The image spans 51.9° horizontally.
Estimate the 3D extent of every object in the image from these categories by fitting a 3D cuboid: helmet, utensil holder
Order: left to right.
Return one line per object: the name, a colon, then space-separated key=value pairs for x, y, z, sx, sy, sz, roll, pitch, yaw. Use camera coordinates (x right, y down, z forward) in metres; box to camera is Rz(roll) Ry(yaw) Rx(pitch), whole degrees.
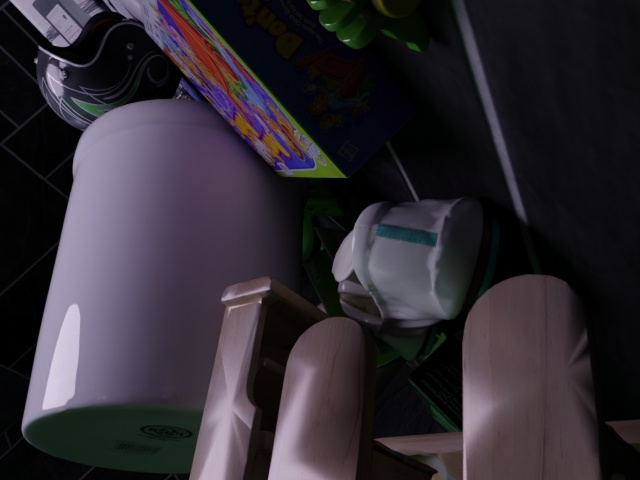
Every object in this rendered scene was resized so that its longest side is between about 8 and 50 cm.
helmet: x=-0.291 y=-0.220 z=0.895 sx=0.169 sy=0.161 sz=0.169 roll=46 pitch=174 yaw=6
utensil holder: x=-0.179 y=0.069 z=0.844 sx=0.327 sy=0.328 sz=0.385 roll=53 pitch=-150 yaw=-52

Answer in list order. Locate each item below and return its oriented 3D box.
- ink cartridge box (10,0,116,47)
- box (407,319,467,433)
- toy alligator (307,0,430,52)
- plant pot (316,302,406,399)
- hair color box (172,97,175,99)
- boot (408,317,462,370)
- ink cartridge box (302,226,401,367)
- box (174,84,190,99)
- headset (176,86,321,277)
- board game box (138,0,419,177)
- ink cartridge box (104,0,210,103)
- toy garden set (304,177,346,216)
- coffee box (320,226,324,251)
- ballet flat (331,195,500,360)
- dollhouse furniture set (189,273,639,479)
ink cartridge box: x=-0.439 y=-0.433 z=1.141 sx=0.273 sy=0.115 sz=0.198 roll=50 pitch=-165 yaw=-39
box: x=0.227 y=0.212 z=0.851 sx=0.163 sy=0.142 sz=0.247 roll=45 pitch=175 yaw=26
toy alligator: x=-0.001 y=-0.159 z=0.329 sx=0.189 sy=0.051 sz=0.056 roll=50 pitch=173 yaw=-39
plant pot: x=0.069 y=0.258 z=1.588 sx=0.334 sy=0.305 sz=0.334 roll=46 pitch=174 yaw=6
hair color box: x=-0.374 y=-0.347 z=1.618 sx=0.374 sy=0.113 sz=0.185 roll=45 pitch=175 yaw=7
boot: x=0.144 y=0.100 z=1.116 sx=0.305 sy=0.112 sz=0.115 roll=48 pitch=147 yaw=44
ink cartridge box: x=0.048 y=0.087 z=0.922 sx=0.188 sy=0.097 sz=0.255 roll=64 pitch=-160 yaw=15
box: x=-0.297 y=-0.337 z=1.380 sx=0.231 sy=0.056 sz=0.183 roll=45 pitch=175 yaw=20
headset: x=-0.140 y=-0.098 z=1.172 sx=0.394 sy=0.243 sz=0.185 roll=58 pitch=141 yaw=11
board game box: x=-0.065 y=-0.170 z=0.627 sx=0.233 sy=0.078 sz=0.347 roll=47 pitch=175 yaw=-12
ink cartridge box: x=-0.227 y=-0.308 z=0.982 sx=0.307 sy=0.072 sz=0.303 roll=47 pitch=177 yaw=26
toy garden set: x=-0.090 y=-0.117 z=1.006 sx=0.204 sy=0.049 sz=0.244 roll=2 pitch=155 yaw=23
coffee box: x=0.000 y=0.000 z=1.648 sx=0.184 sy=0.040 sz=0.113 roll=46 pitch=175 yaw=2
ballet flat: x=0.078 y=0.039 z=0.682 sx=0.139 sy=0.139 sz=0.400 roll=46 pitch=171 yaw=12
dollhouse furniture set: x=0.093 y=0.152 z=0.549 sx=0.394 sy=0.256 sz=0.362 roll=-16 pitch=142 yaw=34
